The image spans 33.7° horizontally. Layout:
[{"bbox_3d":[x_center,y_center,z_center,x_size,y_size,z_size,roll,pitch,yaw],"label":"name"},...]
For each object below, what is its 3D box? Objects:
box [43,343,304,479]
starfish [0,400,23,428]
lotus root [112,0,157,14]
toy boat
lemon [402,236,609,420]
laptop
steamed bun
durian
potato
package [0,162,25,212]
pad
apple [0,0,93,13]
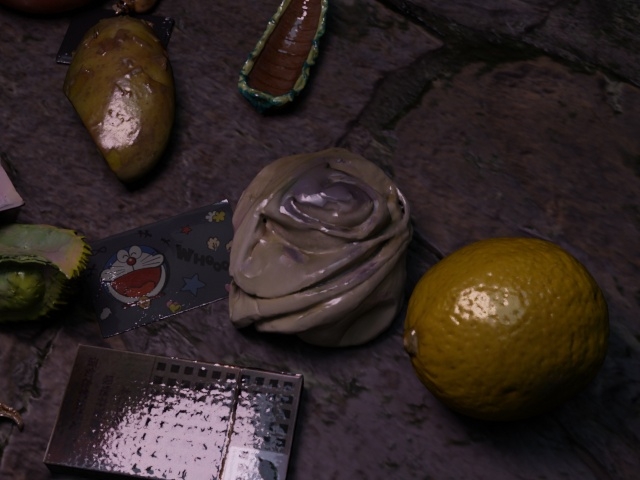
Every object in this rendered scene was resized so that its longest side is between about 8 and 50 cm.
[{"bbox_3d":[-0.195,0.249,1.444,0.324,0.047,0.180,7,60,6],"label":"box"},{"bbox_3d":[-0.527,0.240,1.452,0.213,0.057,0.238,-16,64,-17],"label":"starfish"},{"bbox_3d":[-0.315,-0.437,1.841,0.063,0.072,0.152,-16,35,45],"label":"lotus root"},{"bbox_3d":[-0.048,-0.334,1.761,0.108,0.099,0.293,18,69,10],"label":"toy boat"},{"bbox_3d":[0.246,0.116,1.403,0.267,0.267,0.267,0,59,1],"label":"lemon"},{"bbox_3d":[-0.352,-0.345,1.817,0.180,0.016,0.129,8,59,7],"label":"laptop"},{"bbox_3d":[0.000,0.000,1.495,0.267,0.207,0.280,4,61,2],"label":"steamed bun"},{"bbox_3d":[-0.476,0.028,1.503,0.351,0.169,0.158,0,69,16],"label":"durian"},{"bbox_3d":[-0.317,-0.227,1.673,0.176,0.141,0.298,-13,60,10],"label":"potato"},{"bbox_3d":[-0.614,-0.094,1.501,0.311,0.165,0.221,-22,28,-34],"label":"package"},{"bbox_3d":[-0.231,0.037,1.594,0.245,0.006,0.170,-18,60,-9],"label":"pad"},{"bbox_3d":[-0.485,-0.564,1.796,0.348,0.277,0.349,-1,59,2],"label":"apple"}]
